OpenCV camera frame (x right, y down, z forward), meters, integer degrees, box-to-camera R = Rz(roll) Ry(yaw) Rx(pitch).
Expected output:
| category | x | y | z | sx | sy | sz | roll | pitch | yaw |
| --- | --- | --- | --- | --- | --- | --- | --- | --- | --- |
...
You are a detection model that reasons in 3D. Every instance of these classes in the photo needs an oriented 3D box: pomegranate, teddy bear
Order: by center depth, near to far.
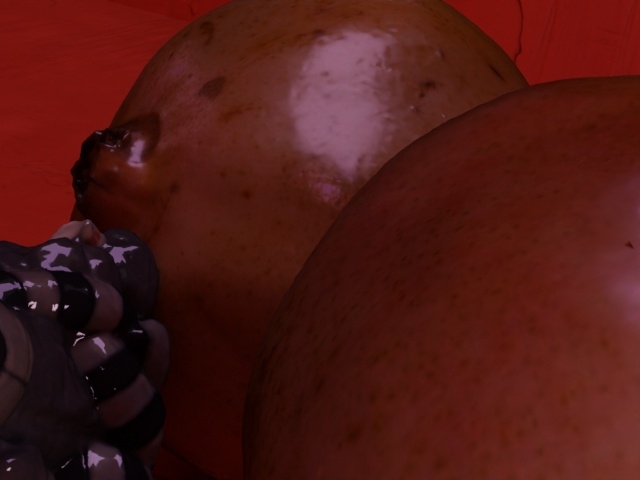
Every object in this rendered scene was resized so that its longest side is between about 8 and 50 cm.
| category | x | y | z | sx | sy | sz | roll | pitch | yaw |
| --- | --- | --- | --- | --- | --- | --- | --- | --- | --- |
| pomegranate | 0.110 | 0.094 | 0.604 | 0.319 | 0.319 | 0.319 | 12 | 14 | -3 |
| teddy bear | -0.156 | 0.072 | 0.674 | 0.144 | 0.171 | 0.251 | -2 | -4 | 28 |
| pomegranate | 0.000 | 0.000 | 0.874 | 0.264 | 0.264 | 0.264 | 12 | 14 | -3 |
